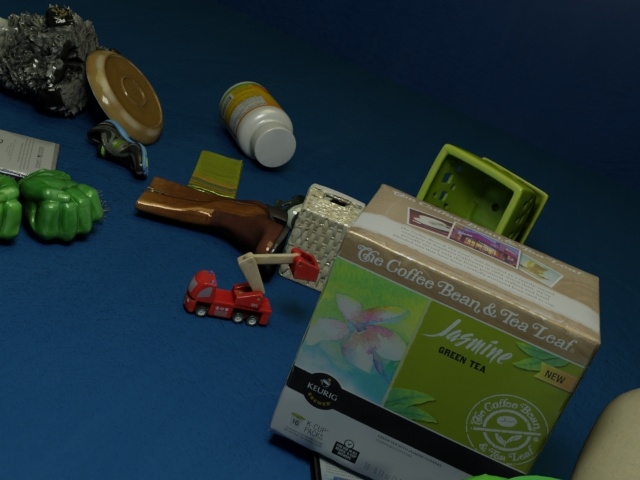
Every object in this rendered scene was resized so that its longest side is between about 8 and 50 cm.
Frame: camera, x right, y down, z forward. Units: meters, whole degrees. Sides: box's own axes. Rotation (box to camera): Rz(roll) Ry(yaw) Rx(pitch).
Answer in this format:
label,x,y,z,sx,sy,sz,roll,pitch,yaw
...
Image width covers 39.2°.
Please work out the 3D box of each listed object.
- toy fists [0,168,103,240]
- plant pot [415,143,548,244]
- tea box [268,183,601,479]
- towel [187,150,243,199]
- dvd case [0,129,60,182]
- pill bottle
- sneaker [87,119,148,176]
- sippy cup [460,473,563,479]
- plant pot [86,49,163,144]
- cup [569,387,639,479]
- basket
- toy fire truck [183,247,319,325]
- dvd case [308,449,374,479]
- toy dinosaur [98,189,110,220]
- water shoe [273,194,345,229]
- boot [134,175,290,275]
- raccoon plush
label,x,y,z,sx,sy,sz,roll,pitch,yaw
toy fists,-0.487,-0.060,1.450,0.279,0.096,0.142,0,33,-44
plant pot,0.367,-0.068,2.048,0.227,0.228,0.207,37,22,32
tea box,0.153,0.150,1.202,0.329,0.323,0.220,23,24,7
towel,-0.224,-0.142,1.944,0.102,0.021,0.237,19,23,-8
dvd case,-0.607,-0.163,1.651,0.238,0.029,0.179,14,24,-18
pill bottle,-0.146,-0.273,2.145,0.136,0.136,0.246,8,27,-29
sneaker,-0.411,-0.180,1.829,0.078,0.067,0.188,-27,51,-33
sippy cup,0.227,0.400,0.909,0.240,0.224,0.305,14,25,-19
plant pot,-0.420,-0.322,1.977,0.236,0.032,0.236,49,23,-30
cup,0.418,0.379,1.072,0.331,0.331,0.237,34,53,27
basket,0.000,0.000,1.656,0.113,0.167,0.103,22,30,1
toy fire truck,-0.111,0.067,1.444,0.192,0.135,0.047,13,25,-20
dvd case,0.074,0.329,1.186,0.180,0.022,0.253,15,24,-12
toy dinosaur,-0.411,-0.064,1.596,0.082,0.047,0.090,16,27,38
water shoe,-0.022,-0.076,1.908,0.080,0.073,0.203,32,25,27
boot,-0.199,-0.042,1.657,0.280,0.096,0.264,17,24,-8
raccoon plush,-0.647,-0.385,2.006,0.299,0.216,0.446,11,-9,10
